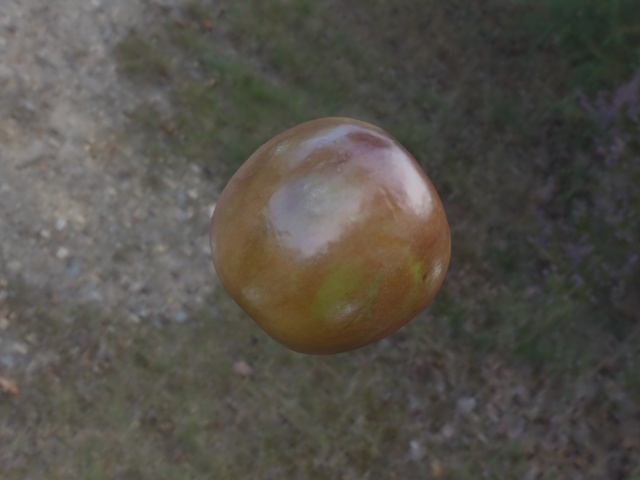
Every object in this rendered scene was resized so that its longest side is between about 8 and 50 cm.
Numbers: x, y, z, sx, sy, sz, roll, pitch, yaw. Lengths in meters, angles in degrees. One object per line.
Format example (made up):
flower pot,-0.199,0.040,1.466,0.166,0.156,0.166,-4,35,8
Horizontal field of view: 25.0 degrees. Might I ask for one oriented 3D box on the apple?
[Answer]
apple,0.000,0.000,1.442,0.253,0.253,0.253,27,34,-20
